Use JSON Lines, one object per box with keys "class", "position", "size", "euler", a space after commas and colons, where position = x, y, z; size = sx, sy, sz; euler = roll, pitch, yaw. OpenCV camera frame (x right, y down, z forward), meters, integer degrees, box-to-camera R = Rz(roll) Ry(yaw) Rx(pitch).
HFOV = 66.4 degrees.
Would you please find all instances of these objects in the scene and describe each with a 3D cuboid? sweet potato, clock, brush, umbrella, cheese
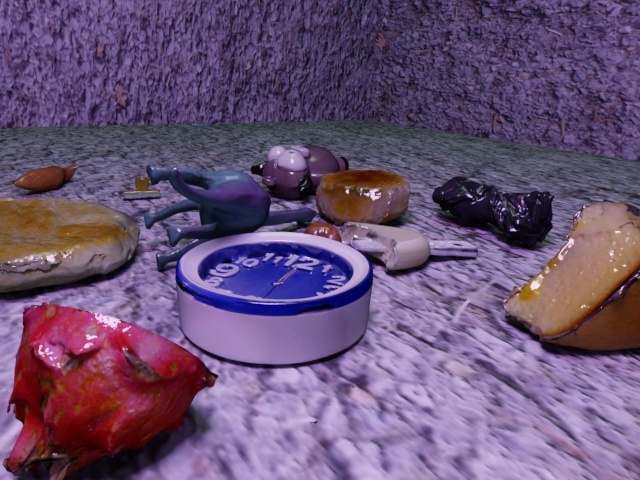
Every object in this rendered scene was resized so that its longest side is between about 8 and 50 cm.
{"class": "sweet potato", "position": [-0.631, -0.144, 1.134], "size": [0.055, 0.058, 0.202], "euler": [-39, 11, 11]}
{"class": "clock", "position": [-0.053, 0.059, 0.589], "size": [0.231, 0.083, 0.230], "euler": [2, 17, 0]}
{"class": "brush", "position": [-0.431, -0.127, 1.178], "size": [0.083, 0.010, 0.218], "euler": [-5, 19, -20]}
{"class": "umbrella", "position": [0.332, -0.065, 0.978], "size": [0.122, 0.110, 0.272], "euler": [-9, 18, -30]}
{"class": "cheese", "position": [0.154, 0.010, 0.803], "size": [0.235, 0.049, 0.127], "euler": [2, 17, -24]}

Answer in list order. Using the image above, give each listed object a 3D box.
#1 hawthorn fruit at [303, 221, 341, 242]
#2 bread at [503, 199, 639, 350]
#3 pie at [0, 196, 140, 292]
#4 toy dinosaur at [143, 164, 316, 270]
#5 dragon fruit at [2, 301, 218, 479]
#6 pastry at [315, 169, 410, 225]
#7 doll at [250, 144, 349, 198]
{"class": "hawthorn fruit", "position": [0.000, 0.000, 0.797], "size": [0.067, 0.066, 0.103], "euler": [2, 8, -3]}
{"class": "bread", "position": [0.321, 0.038, 0.574], "size": [0.169, 0.160, 0.140], "euler": [-1, 19, -12]}
{"class": "pie", "position": [-0.419, 0.001, 0.712], "size": [0.307, 0.071, 0.306], "euler": [2, 22, -1]}
{"class": "toy dinosaur", "position": [-0.088, -0.059, 0.748], "size": [0.331, 0.129, 0.383], "euler": [-12, -6, -26]}
{"class": "dragon fruit", "position": [-0.165, 0.126, 0.364], "size": [0.153, 0.153, 0.110], "euler": [8, 62, 14]}
{"class": "pastry", "position": [0.087, -0.088, 1.010], "size": [0.193, 0.093, 0.182], "euler": [2, 20, 9]}
{"class": "doll", "position": [-0.042, -0.171, 1.199], "size": [0.182, 0.117, 0.257], "euler": [25, 26, 36]}
